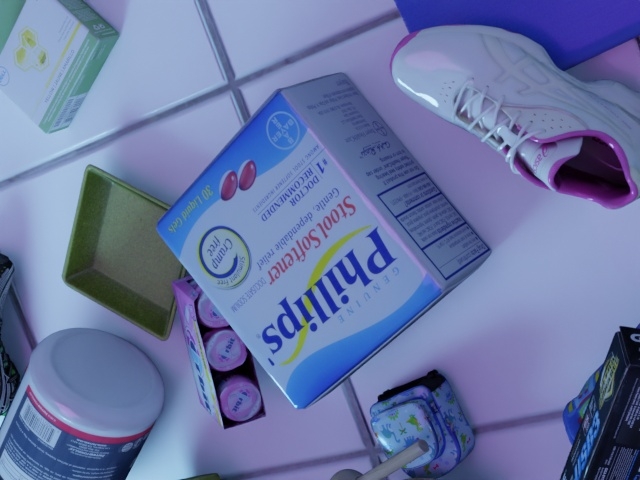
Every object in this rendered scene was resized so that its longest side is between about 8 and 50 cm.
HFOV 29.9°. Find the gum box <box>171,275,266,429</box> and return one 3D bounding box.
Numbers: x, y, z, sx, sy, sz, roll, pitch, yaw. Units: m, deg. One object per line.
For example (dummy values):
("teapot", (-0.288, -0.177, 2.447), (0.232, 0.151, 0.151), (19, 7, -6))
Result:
("gum box", (-0.132, 0.133, 1.537), (0.107, 0.062, 0.188), (-152, 48, -66))

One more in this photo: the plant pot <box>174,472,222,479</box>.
("plant pot", (-0.180, 0.472, 1.612), (0.275, 0.275, 0.293), (-18, 80, 32))

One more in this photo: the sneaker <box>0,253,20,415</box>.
("sneaker", (-0.504, 0.177, 1.787), (0.146, 0.134, 0.343), (13, 108, -13))

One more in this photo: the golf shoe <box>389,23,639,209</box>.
("golf shoe", (0.208, -0.127, 1.222), (0.306, 0.140, 0.115), (21, 129, 8))

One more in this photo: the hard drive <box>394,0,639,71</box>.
("hard drive", (0.231, -0.282, 1.256), (0.318, 0.040, 0.210), (-24, 93, 33))

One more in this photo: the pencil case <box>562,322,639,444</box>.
("pencil case", (0.386, 0.120, 1.246), (0.306, 0.133, 0.119), (-55, 34, 29))

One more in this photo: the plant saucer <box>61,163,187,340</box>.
("plant saucer", (-0.248, 0.012, 1.616), (0.188, 0.045, 0.188), (27, 116, 20))

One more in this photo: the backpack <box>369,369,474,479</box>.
("backpack", (0.121, 0.232, 1.450), (0.105, 0.084, 0.114), (-28, 93, 36))

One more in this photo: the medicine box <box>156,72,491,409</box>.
("medicine box", (0.000, 0.000, 1.410), (0.289, 0.149, 0.263), (51, 122, 8))

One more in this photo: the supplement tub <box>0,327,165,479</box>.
("supplement tub", (-0.347, 0.274, 1.666), (0.191, 0.191, 0.272), (38, 120, 15))

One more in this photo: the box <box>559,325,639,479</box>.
("box", (0.402, 0.242, 1.208), (0.293, 0.073, 0.295), (8, 122, -3))

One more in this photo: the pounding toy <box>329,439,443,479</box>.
("pounding toy", (0.122, 0.365, 1.423), (0.237, 0.110, 0.183), (45, 136, -16))

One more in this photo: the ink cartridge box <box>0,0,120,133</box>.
("ink cartridge box", (-0.395, -0.283, 1.608), (0.235, 0.056, 0.171), (43, 121, 10))
